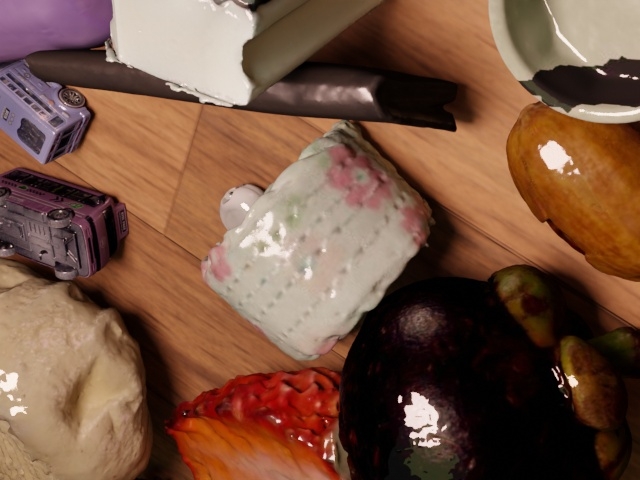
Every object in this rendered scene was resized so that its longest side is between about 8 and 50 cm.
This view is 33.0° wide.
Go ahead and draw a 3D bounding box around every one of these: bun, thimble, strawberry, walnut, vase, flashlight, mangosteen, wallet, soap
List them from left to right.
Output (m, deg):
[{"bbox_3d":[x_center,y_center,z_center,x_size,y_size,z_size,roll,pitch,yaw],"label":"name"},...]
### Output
[{"bbox_3d":[-0.349,0.168,1.334,0.359,0.211,0.360,30,147,22],"label":"bun"},{"bbox_3d":[-0.070,-0.142,0.978,0.377,0.197,0.051,10,100,27],"label":"wallet"},{"bbox_3d":[-0.050,-0.210,0.875,0.150,0.261,0.094,19,130,23],"label":"soap"},{"bbox_3d":[-0.038,0.027,1.157,0.093,0.047,0.200,-30,100,41],"label":"flashlight"},{"bbox_3d":[-0.024,0.239,1.228,0.336,0.149,0.265,8,129,42],"label":"strawberry"},{"bbox_3d":[0.000,0.000,1.032,0.149,0.185,0.211,43,92,-2],"label":"thimble"},{"bbox_3d":[0.156,0.156,0.990,0.287,0.287,0.233,44,159,3],"label":"mangosteen"},{"bbox_3d":[0.240,-0.037,0.898,0.207,0.116,0.116,41,133,-4],"label":"walnut"},{"bbox_3d":[0.217,-0.189,0.640,0.165,0.360,0.165,17,125,25],"label":"vase"}]

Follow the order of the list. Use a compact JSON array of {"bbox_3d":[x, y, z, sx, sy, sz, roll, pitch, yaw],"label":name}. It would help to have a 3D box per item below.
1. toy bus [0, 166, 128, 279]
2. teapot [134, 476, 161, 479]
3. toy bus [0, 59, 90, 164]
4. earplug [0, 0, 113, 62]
[{"bbox_3d":[-0.319,-0.026,1.281,0.178,0.098,0.087,18,125,28],"label":"toy bus"},{"bbox_3d":[-0.233,0.349,1.491,0.068,0.045,0.100,27,151,-11],"label":"teapot"},{"bbox_3d":[-0.344,-0.166,1.220,0.167,0.076,0.073,40,132,6],"label":"toy bus"},{"bbox_3d":[-0.358,-0.270,1.085,0.456,0.215,0.215,2,119,29],"label":"earplug"}]
